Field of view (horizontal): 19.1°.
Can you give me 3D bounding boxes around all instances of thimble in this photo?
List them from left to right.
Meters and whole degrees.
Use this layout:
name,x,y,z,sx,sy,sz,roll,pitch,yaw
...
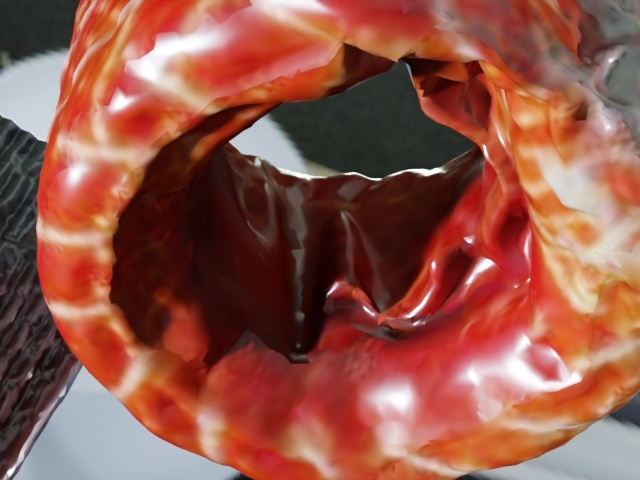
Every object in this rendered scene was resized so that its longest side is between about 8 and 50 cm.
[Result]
name,x,y,z,sx,sy,sz,roll,pitch,yaw
thimble,0.023,-0.046,1.009,0.350,0.350,0.230,16,-139,-8

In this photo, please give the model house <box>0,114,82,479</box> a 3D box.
name,x,y,z,sx,sy,sz,roll,pitch,yaw
model house,-0.302,0.053,1.306,0.339,0.297,0.360,10,-135,19
